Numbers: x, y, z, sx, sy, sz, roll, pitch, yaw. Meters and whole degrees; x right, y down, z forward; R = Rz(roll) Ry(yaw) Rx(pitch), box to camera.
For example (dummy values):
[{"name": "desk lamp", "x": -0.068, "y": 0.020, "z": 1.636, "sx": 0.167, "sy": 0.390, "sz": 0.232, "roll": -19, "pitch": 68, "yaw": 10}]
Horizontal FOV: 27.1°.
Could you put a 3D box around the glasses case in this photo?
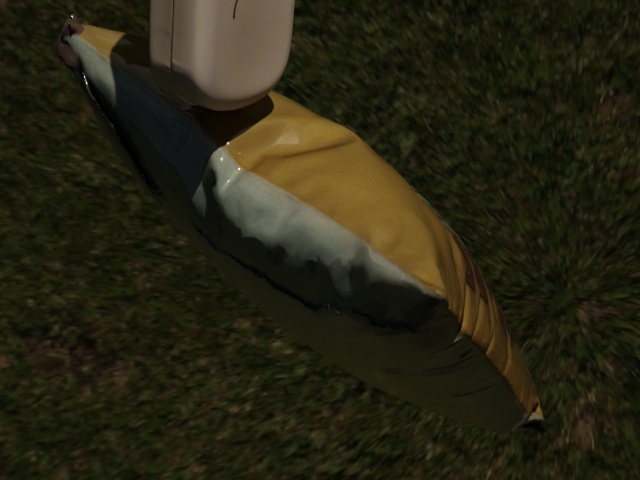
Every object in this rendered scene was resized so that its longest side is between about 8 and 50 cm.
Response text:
[{"name": "glasses case", "x": -0.050, "y": -0.167, "z": 0.710, "sx": 0.050, "sy": 0.083, "sz": 0.196, "roll": 23, "pitch": 121, "yaw": 34}]

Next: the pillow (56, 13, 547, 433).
[{"name": "pillow", "x": 0.000, "y": 0.000, "z": 0.861, "sx": 0.312, "sy": 0.310, "sz": 0.119, "roll": 37, "pitch": 83, "yaw": 26}]
